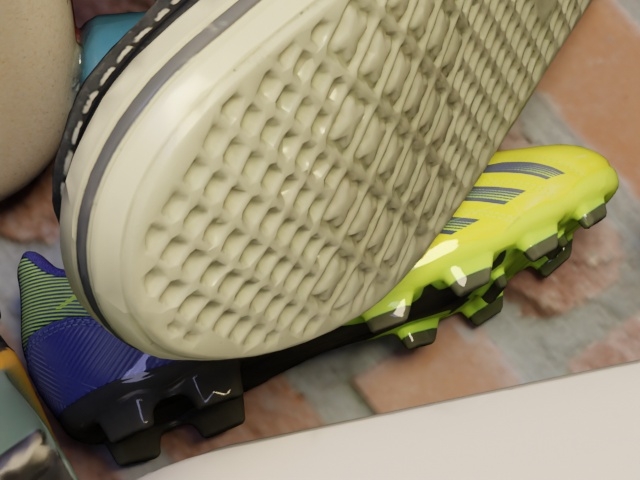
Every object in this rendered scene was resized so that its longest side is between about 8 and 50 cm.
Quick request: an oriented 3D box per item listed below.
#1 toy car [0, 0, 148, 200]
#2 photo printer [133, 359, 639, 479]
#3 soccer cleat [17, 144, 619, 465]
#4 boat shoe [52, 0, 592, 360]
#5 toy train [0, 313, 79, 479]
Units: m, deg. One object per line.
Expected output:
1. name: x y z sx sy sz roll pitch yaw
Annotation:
1. toy car: -0.185 -0.154 0.914 0.219 0.210 0.238 -5 39 -4
2. photo printer: 0.065 0.189 0.798 0.307 0.107 0.256 -10 67 -9
3. soccer cleat: 0.000 0.000 0.882 0.289 0.093 0.121 -22 72 -12
4. boat shoe: 0.009 -0.113 0.824 0.156 0.187 0.500 19 37 16
5. toy train: -0.249 0.127 0.766 0.334 0.142 0.190 -35 60 -17
